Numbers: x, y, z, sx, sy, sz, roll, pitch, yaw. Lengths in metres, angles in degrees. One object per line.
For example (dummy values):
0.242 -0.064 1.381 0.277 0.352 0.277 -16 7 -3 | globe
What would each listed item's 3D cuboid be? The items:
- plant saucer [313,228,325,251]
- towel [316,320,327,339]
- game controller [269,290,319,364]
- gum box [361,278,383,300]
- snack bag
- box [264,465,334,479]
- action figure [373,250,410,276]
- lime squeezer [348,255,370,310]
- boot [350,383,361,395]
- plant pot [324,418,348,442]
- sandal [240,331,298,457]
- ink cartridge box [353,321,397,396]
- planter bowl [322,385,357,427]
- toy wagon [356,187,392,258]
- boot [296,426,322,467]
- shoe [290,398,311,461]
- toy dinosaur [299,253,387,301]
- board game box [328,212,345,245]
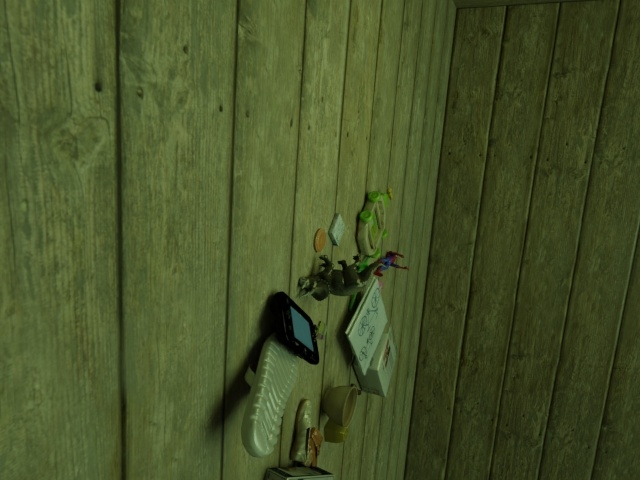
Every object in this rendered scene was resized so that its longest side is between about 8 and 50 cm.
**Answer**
0.000 0.000 1.614 0.083 0.013 0.084 9 90 -67 | plant saucer
0.005 0.339 1.746 0.083 0.009 0.060 47 55 -62 | towel
-0.069 0.278 1.433 0.319 0.067 0.167 55 12 -57 | game controller
0.241 0.281 2.200 0.107 0.062 0.189 33 68 -64 | gum box
0.214 0.384 2.068 0.323 0.037 0.343 -60 146 -33 | snack bag
-0.081 0.858 1.547 0.290 0.087 0.169 34 67 -49 | box
0.378 0.118 2.380 0.280 0.138 0.092 -30 126 -64 | action figure
0.188 0.155 2.046 0.110 0.058 0.311 69 36 -49 | lime squeezer
0.153 0.751 2.191 0.106 0.037 0.114 57 42 -39 | boot
0.070 0.807 1.963 0.081 0.083 0.081 -43 136 -54 | plant pot
-0.159 0.398 1.278 0.416 0.102 0.170 -70 140 -64 | sandal
0.283 0.585 2.317 0.310 0.129 0.272 72 33 -47 | ink cartridge box
0.073 0.664 1.887 0.162 0.109 0.162 9 90 -67 | planter bowl
0.249 -0.097 2.085 0.267 0.068 0.345 71 35 -47 | toy wagon
-0.029 0.824 1.761 0.152 0.072 0.197 -61 152 -48 | boot
-0.056 0.681 1.660 0.076 0.058 0.219 19 80 -66 | shoe
0.072 0.134 1.593 0.121 0.313 0.161 109 -22 -61 | toy dinosaur
0.062 -0.040 1.734 0.090 0.020 0.090 64 41 -53 | board game box
